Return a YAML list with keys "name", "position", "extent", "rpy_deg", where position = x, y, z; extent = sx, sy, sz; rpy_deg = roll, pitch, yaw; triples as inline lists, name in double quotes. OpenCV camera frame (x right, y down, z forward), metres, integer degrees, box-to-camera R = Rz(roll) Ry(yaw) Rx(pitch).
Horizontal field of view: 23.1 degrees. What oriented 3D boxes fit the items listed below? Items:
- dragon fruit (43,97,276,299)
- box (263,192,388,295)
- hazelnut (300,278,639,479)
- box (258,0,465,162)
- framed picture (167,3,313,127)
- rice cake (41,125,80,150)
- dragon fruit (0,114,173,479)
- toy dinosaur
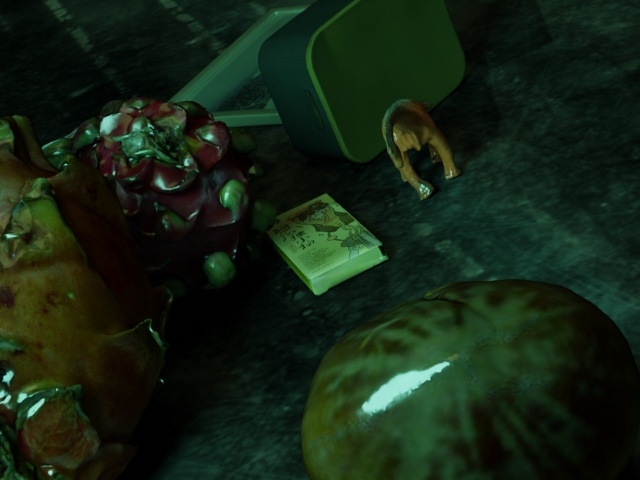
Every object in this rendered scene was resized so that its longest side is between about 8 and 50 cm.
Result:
- name: "dragon fruit"
  position: [-0.167, -0.037, 1.393]
  extent: [0.273, 0.198, 0.218]
  rpy_deg: [2, 43, 40]
- name: "box"
  position: [0.000, 0.000, 1.394]
  extent: [0.073, 0.020, 0.149]
  rpy_deg: [-27, 27, -10]
- name: "hazelnut"
  position: [0.089, 0.101, 0.962]
  extent: [0.212, 0.181, 0.181]
  rpy_deg: [-21, 28, 2]
- name: "box"
  position: [0.040, -0.179, 1.565]
  extent: [0.090, 0.144, 0.201]
  rpy_deg: [4, 37, 46]
- name: "framed picture"
  position: [-0.044, -0.208, 1.820]
  extent: [0.213, 0.016, 0.289]
  rpy_deg: [0, 33, 36]
- name: "rice cake"
  position: [-0.349, -0.049, 1.702]
  extent: [0.270, 0.055, 0.049]
  rpy_deg: [-29, 32, -19]
- name: "dragon fruit"
  position: [-0.239, 0.067, 1.190]
  extent: [0.250, 0.315, 0.250]
  rpy_deg: [-32, -17, -11]
- name: "toy dinosaur"
  position: [0.083, -0.090, 1.417]
  extent: [0.055, 0.101, 0.279]
  rpy_deg: [-29, 15, 8]
